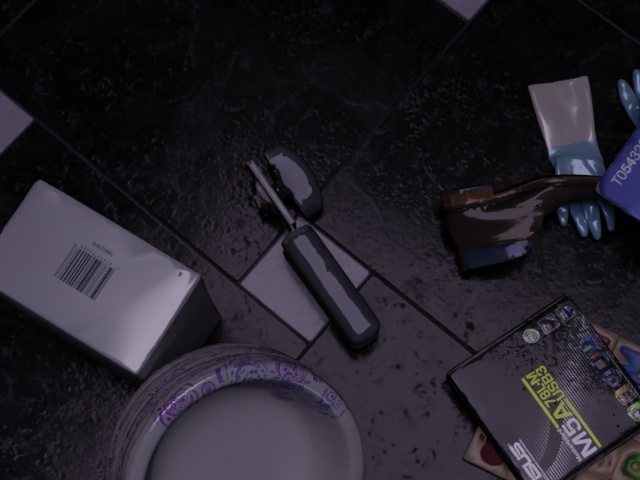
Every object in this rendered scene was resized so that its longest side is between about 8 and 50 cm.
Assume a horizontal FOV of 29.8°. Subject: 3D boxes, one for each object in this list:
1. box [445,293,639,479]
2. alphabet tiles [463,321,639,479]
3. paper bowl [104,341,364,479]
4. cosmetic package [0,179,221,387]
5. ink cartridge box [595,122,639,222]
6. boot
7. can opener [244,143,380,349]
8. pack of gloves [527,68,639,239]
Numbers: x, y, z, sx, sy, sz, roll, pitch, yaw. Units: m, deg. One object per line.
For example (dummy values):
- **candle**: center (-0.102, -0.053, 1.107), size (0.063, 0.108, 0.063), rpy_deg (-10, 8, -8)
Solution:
- **box**: center (0.281, 0.191, 1.469), size (0.184, 0.045, 0.190), rpy_deg (-31, 75, -10)
- **alphabet tiles**: center (0.365, 0.267, 1.473), size (0.343, 0.011, 0.285), rpy_deg (25, 76, 8)
- **paper bowl**: center (-0.105, 0.256, 1.378), size (0.284, 0.148, 0.284), rpy_deg (-5, 102, -24)
- **cosmetic package**: center (-0.256, 0.068, 1.433), size (0.224, 0.224, 0.138), rpy_deg (30, 79, 10)
- **ink cartridge box**: center (0.565, -0.098, 1.480), size (0.330, 0.071, 0.324), rpy_deg (35, 81, 3)
- **boot**: center (0.267, -0.026, 1.535), size (0.219, 0.082, 0.106), rpy_deg (-7, 93, 3)
- **can opener**: center (0.000, 0.000, 1.526), size (0.095, 0.076, 0.283), rpy_deg (-34, 77, -8)
- **pack of gloves**: center (0.392, -0.120, 1.570), size (0.195, 0.046, 0.232), rpy_deg (-8, 73, -2)
